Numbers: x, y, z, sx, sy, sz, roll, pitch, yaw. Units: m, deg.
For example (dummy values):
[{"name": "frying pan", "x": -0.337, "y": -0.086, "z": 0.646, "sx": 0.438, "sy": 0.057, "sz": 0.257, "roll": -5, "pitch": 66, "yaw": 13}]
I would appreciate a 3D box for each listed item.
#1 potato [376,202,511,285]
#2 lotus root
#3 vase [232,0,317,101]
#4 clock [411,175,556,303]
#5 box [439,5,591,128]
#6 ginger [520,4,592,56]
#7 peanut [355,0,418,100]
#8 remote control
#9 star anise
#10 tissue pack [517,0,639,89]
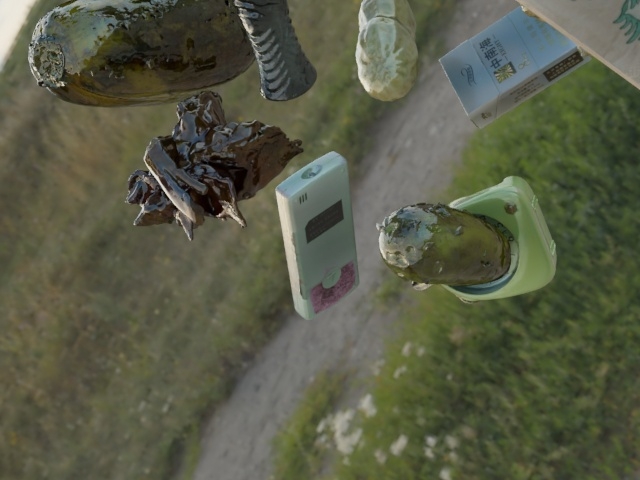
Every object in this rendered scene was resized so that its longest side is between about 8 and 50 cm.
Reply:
[{"name": "potato", "x": 0.177, "y": 0.007, "z": 1.654, "sx": 0.149, "sy": 0.251, "sz": 0.113, "roll": 0, "pitch": 88, "yaw": 42}, {"name": "lotus root", "x": -0.236, "y": -0.285, "z": 1.726, "sx": 0.196, "sy": 0.397, "sz": 0.179, "roll": 8, "pitch": 108, "yaw": 44}, {"name": "vase", "x": -0.070, "y": -0.285, "z": 1.444, "sx": 0.115, "sy": 0.237, "sz": 0.115, "roll": -12, "pitch": 40, "yaw": 11}, {"name": "clock", "x": 0.225, "y": 0.010, "z": 1.774, "sx": 0.232, "sy": 0.170, "sz": 0.069, "roll": -16, "pitch": 20, "yaw": 22}, {"name": "box", "x": 0.357, "y": -0.334, "z": 2.192, "sx": 0.243, "sy": 0.067, "sz": 0.155, "roll": -33, "pitch": 53, "yaw": 15}, {"name": "ginger", "x": 0.365, "y": -0.413, "z": 1.913, "sx": 0.081, "sy": 0.333, "sz": 0.148, "roll": -36, "pitch": 5, "yaw": 41}, {"name": "peanut", "x": 0.114, "y": -0.360, "z": 2.121, "sx": 0.111, "sy": 0.125, "sz": 0.274, "roll": -21, "pitch": 40, "yaw": 18}, {"name": "remote control", "x": -0.001, "y": 0.000, "z": 2.192, "sx": 0.145, "sy": 0.050, "sz": 0.344, "roll": -34, "pitch": -39, "yaw": -25}, {"name": "star anise", "x": -0.145, "y": -0.087, "z": 1.480, "sx": 0.346, "sy": 0.237, "sz": 0.148, "roll": -82, "pitch": -20, "yaw": -70}, {"name": "tissue pack", "x": 0.357, "y": -0.285, "z": 1.357, "sx": 0.170, "sy": 0.325, "sz": 0.071, "roll": -54, "pitch": 18, "yaw": 14}]
